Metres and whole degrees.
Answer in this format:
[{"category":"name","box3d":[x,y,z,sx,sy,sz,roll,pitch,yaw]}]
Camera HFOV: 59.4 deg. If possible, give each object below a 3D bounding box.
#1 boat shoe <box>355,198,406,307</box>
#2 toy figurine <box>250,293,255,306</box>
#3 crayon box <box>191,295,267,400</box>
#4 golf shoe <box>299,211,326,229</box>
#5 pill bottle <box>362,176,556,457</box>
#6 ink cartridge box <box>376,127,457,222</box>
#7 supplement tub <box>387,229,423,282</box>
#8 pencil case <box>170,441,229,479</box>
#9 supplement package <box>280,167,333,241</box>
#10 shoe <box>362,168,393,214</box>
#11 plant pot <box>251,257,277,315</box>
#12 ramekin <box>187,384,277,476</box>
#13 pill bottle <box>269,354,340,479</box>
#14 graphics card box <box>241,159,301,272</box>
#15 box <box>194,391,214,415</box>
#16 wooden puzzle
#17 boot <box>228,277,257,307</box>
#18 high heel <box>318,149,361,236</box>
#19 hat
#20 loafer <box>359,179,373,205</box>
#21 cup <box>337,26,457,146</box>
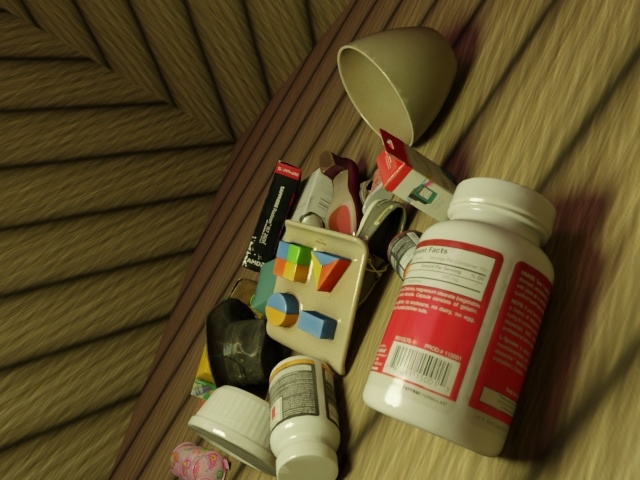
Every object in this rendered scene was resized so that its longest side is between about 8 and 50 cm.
[{"category":"boat shoe","box3d":[0.129,0.037,1.430,0.091,0.109,0.305,13,79,62]},{"category":"toy figurine","box3d":[-0.155,0.158,1.923,0.173,0.130,0.159,-34,14,8]},{"category":"crayon box","box3d":[-0.267,0.367,1.805,0.083,0.203,0.323,-37,33,46]},{"category":"golf shoe","box3d":[0.000,0.000,1.700,0.077,0.198,0.094,-31,37,-3]},{"category":"pill bottle","box3d":[0.241,0.115,0.919,0.229,0.229,0.408,-6,58,65]},{"category":"ink cartridge box","box3d":[0.212,-0.150,1.300,0.078,0.231,0.134,-50,24,27]},{"category":"supplement tub","box3d":[0.220,0.059,1.206,0.106,0.106,0.198,-56,23,14]},{"category":"pencil case","box3d":[-0.390,0.717,1.788,0.284,0.124,0.124,-23,44,57]},{"category":"supplement package","box3d":[-0.015,-0.090,1.874,0.139,0.133,0.244,-28,39,56]},{"category":"shoe","box3d":[0.174,-0.148,1.623,0.178,0.063,0.081,-56,20,2]},{"category":"plant pot","box3d":[-0.059,0.130,1.682,0.234,0.165,0.166,-32,35,39]},{"category":"ramekin","box3d":[-0.192,0.480,1.436,0.272,0.272,0.127,-26,30,56]},{"category":"pill bottle","box3d":[-0.038,0.413,1.286,0.162,0.162,0.278,-52,23,25]},{"category":"graphics card box","box3d":[-0.162,-0.069,1.928,0.233,0.094,0.371,135,155,-85]},{"category":"box","box3d":[-0.344,0.538,1.925,0.170,0.091,0.130,-41,30,42]},{"category":"wooden puzzle","box3d":[-0.034,0.137,1.452,0.322,0.080,0.348,16,99,48]},{"category":"boot","box3d":[-0.336,0.286,2.181,0.306,0.115,0.112,-63,23,1]},{"category":"high heel","box3d":[0.102,-0.109,1.753,0.127,0.181,0.378,-27,58,33]},{"category":"hat","box3d":[-0.193,0.317,1.629,0.133,0.331,0.332,-20,41,27]},{"category":"loafer","box3d":[0.144,-0.146,1.710,0.039,0.045,0.125,-30,30,23]},{"category":"cup","box3d":[0.238,-0.458,1.569,0.237,0.331,0.331,-37,19,-9]}]
